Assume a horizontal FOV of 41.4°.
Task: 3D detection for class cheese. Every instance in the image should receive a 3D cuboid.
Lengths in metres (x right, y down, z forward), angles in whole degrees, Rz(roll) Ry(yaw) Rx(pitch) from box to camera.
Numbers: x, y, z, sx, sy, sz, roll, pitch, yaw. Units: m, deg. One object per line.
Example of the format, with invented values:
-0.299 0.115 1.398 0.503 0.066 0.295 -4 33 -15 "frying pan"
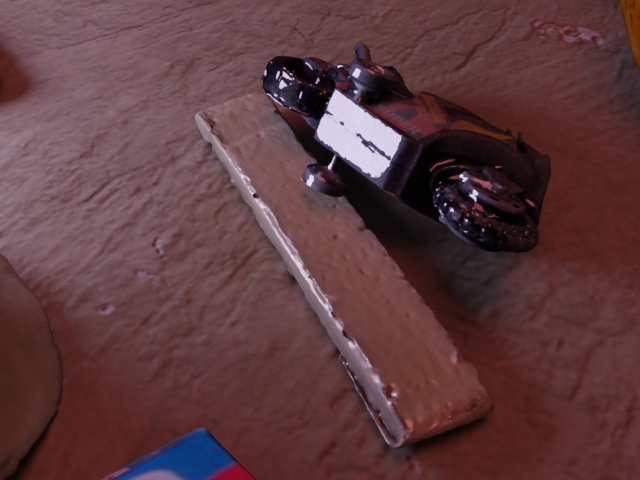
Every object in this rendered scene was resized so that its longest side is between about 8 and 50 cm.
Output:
0.001 -0.002 0.697 0.085 0.034 0.400 -18 49 -18 "cheese"

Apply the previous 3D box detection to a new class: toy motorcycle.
0.082 -0.078 0.714 0.173 0.108 0.307 0 34 -44 "toy motorcycle"

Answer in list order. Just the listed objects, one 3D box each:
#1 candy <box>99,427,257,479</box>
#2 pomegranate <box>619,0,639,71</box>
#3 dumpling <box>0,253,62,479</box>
0.003 0.217 0.332 0.100 0.157 0.306 -27 30 -29 "candy"
0.406 -0.236 0.801 0.248 0.248 0.248 1 46 -1 "pomegranate"
-0.315 0.054 0.511 0.270 0.212 0.321 10 57 4 "dumpling"
